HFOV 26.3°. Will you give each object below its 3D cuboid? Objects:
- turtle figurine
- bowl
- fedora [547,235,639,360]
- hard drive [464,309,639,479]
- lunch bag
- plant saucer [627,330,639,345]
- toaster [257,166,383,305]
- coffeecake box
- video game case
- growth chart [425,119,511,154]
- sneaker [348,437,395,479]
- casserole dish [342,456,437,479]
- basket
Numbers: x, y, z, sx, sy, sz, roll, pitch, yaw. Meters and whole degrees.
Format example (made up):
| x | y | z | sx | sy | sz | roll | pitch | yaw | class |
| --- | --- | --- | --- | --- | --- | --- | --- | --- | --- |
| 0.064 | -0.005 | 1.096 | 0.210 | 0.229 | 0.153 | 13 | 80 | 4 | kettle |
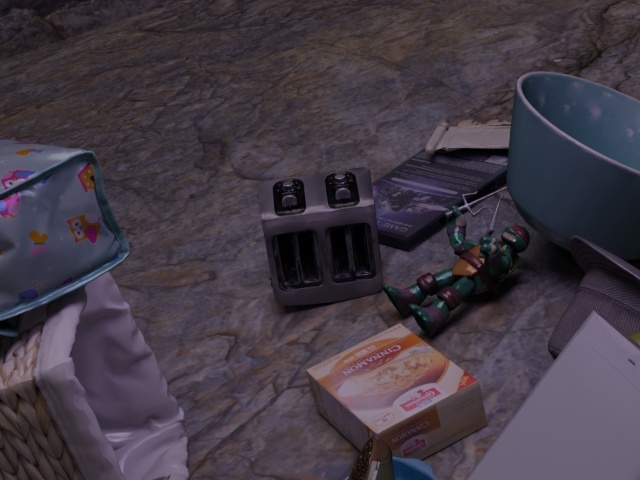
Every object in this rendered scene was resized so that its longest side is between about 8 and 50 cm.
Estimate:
| x | y | z | sx | sy | sz | roll | pitch | yaw | class |
| --- | --- | --- | --- | --- | --- | --- | --- | --- | --- |
| 0.206 | 0.026 | 1.860 | 0.234 | 0.118 | 0.175 | -40 | 14 | -10 | turtle figurine |
| 0.377 | -0.083 | 1.848 | 0.312 | 0.163 | 0.311 | 18 | 26 | -9 | bowl |
| 0.348 | 0.128 | 1.502 | 0.275 | 0.243 | 0.124 | 36 | 83 | 20 | fedora |
| 0.229 | 0.237 | 1.327 | 0.307 | 0.040 | 0.203 | -54 | 28 | 8 | hard drive |
| -0.373 | 0.008 | 1.452 | 0.262 | 0.160 | 0.223 | -34 | 27 | -33 | lunch bag |
| 0.331 | 0.202 | 1.355 | 0.241 | 0.240 | 0.037 | 9 | -7 | 40 | plant saucer |
| 0.000 | 0.000 | 1.973 | 0.168 | 0.185 | 0.110 | -7 | 30 | 1 | toaster |
| 0.090 | 0.189 | 1.662 | 0.142 | 0.068 | 0.185 | -25 | 29 | -18 | coffeecake box |
| 0.163 | -0.076 | 2.178 | 0.274 | 0.026 | 0.196 | -34 | 32 | -31 | video game case |
| 0.289 | -0.169 | 2.252 | 0.237 | 0.021 | 0.172 | 3 | 22 | 24 | growth chart |
| 0.062 | 0.304 | 1.413 | 0.086 | 0.064 | 0.192 | 25 | 54 | -9 | sneaker |
| 0.049 | 0.305 | 1.500 | 0.188 | 0.037 | 0.114 | -31 | 30 | -28 | casserole dish |
| -0.324 | 0.224 | 1.554 | 0.267 | 0.331 | 0.328 | -20 | 26 | 5 | basket |
